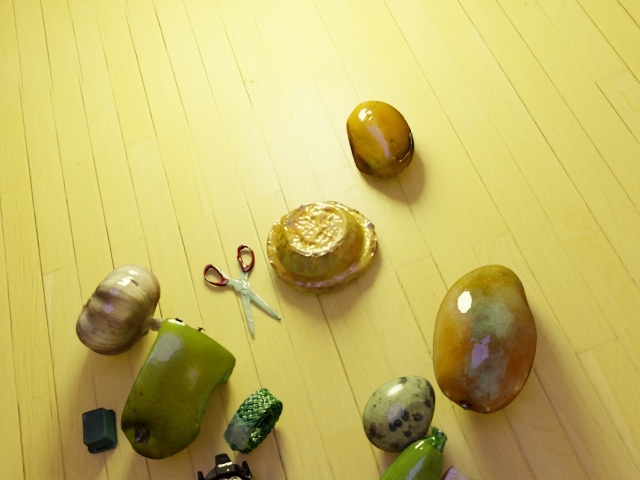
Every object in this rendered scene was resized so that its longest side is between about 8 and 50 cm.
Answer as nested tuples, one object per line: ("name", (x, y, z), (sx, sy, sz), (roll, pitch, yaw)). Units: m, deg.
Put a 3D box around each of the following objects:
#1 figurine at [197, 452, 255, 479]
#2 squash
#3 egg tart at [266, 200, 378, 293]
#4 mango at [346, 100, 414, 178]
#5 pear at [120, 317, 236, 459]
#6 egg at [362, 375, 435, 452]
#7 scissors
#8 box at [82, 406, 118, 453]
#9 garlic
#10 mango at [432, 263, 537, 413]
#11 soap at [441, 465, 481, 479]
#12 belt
("figurine", (-0.179, 0.588, 1.556), (0.308, 0.308, 0.143), (48, 119, 31))
("squash", (0.136, 0.552, 1.532), (0.107, 0.107, 0.395), (31, 80, 26))
("egg tart", (0.000, 0.000, 1.904), (0.288, 0.118, 0.288), (-3, 57, 5))
("mango", (0.163, -0.269, 2.014), (0.166, 0.136, 0.236), (-14, 63, 0))
("pear", (-0.320, 0.349, 1.684), (0.176, 0.286, 0.282), (25, 66, 3))
("egg", (0.173, 0.370, 1.624), (0.141, 0.141, 0.182), (37, 75, 28))
("scissors", (-0.192, 0.128, 1.924), (0.144, 0.017, 0.248), (-31, 60, -6))
("box", (-0.524, 0.444, 1.784), (0.074, 0.054, 0.099), (-16, 57, 1))
("garlic", (-0.448, 0.186, 1.857), (0.253, 0.245, 0.245), (26, 64, -11))
("mango", (0.364, 0.199, 1.660), (0.221, 0.199, 0.384), (6, 49, 24))
("soap", (0.266, 0.627, 1.483), (0.199, 0.091, 0.315), (25, 67, 26))
("belt", (-0.157, 0.400, 1.690), (0.079, 0.121, 0.151), (31, 75, 24))
